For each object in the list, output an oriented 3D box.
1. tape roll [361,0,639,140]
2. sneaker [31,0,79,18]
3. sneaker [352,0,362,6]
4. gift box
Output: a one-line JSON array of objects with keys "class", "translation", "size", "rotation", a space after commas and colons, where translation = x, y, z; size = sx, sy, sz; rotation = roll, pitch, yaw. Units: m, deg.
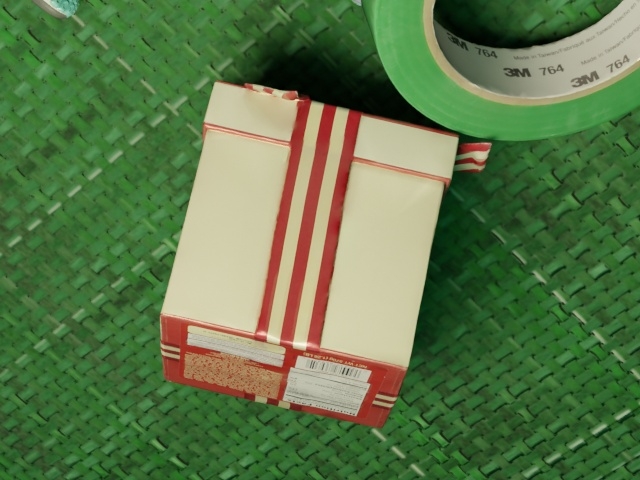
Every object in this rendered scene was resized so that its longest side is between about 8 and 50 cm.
[{"class": "tape roll", "translation": [0.194, -0.229, 1.476], "size": [0.321, 0.077, 0.321], "rotation": [-7, 134, -8]}, {"class": "sneaker", "translation": [-0.295, -0.261, 1.610], "size": [0.166, 0.065, 0.076], "rotation": [43, 135, -15]}, {"class": "sneaker", "translation": [0.017, -0.256, 1.532], "size": [0.283, 0.110, 0.122], "rotation": [2, 126, 7]}, {"class": "gift box", "translation": [0.000, 0.000, 1.580], "size": [0.255, 0.258, 0.276], "rotation": [14, 159, -4]}]
